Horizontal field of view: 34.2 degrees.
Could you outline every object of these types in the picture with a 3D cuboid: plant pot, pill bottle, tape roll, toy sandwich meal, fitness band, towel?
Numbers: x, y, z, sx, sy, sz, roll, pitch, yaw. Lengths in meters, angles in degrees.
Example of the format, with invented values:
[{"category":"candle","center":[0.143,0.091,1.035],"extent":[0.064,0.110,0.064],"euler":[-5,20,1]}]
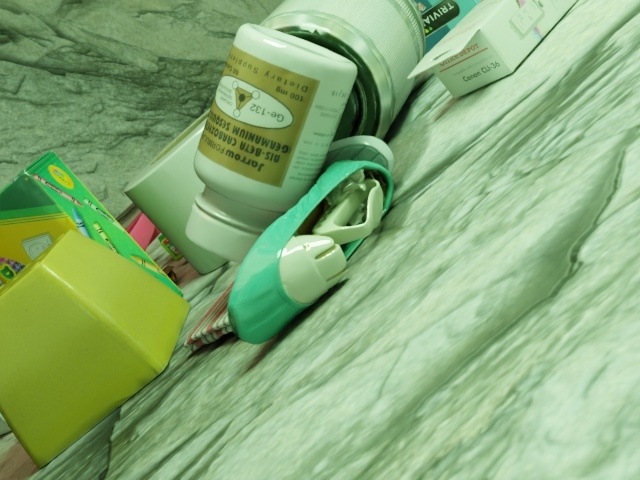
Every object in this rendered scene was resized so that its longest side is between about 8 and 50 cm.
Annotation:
[{"category":"plant pot","center":[-0.316,0.114,1.302],"extent":[0.212,0.187,0.212],"euler":[-39,12,13]},{"category":"pill bottle","center":[-0.059,-0.097,1.085],"extent":[0.131,0.131,0.229],"euler":[-93,23,-74]},{"category":"tape roll","center":[-0.145,-0.092,1.533],"extent":[0.246,0.169,0.246],"euler":[-39,13,11]},{"category":"toy sandwich meal","center":[-0.251,0.072,1.619],"extent":[0.085,0.029,0.085],"euler":[-41,8,7]},{"category":"fitness band","center":[-0.377,0.055,1.890],"extent":[0.291,0.054,0.209],"euler":[-42,14,46]},{"category":"towel","center":[-0.064,0.052,1.135],"extent":[0.197,0.029,0.144],"euler":[-29,18,52]}]

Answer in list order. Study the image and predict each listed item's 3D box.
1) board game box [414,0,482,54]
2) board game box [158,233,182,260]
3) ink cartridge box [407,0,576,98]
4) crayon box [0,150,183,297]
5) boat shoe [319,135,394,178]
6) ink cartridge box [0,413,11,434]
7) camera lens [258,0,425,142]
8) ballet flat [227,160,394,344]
[{"category":"board game box","center":[0.092,-0.446,1.636],"extent":[0.254,0.336,0.079],"euler":[-24,21,52]},{"category":"board game box","center":[-0.202,-0.045,1.827],"extent":[0.181,0.043,0.092],"euler":[-42,12,-4]},{"category":"ink cartridge box","center":[0.203,-0.239,1.226],"extent":[0.198,0.067,0.115],"euler":[-46,13,-27]},{"category":"crayon box","center":[-0.349,0.033,1.459],"extent":[0.165,0.278,0.081],"euler":[-35,13,28]},{"category":"boat shoe","center":[0.003,-0.064,1.191],"extent":[0.226,0.083,0.075],"euler":[-32,17,39]},{"category":"ink cartridge box","center":[-0.497,0.258,1.651],"extent":[0.135,0.056,0.099],"euler":[-26,19,49]},{"category":"camera lens","center":[0.018,-0.238,1.419],"extent":[0.219,0.219,0.274],"euler":[-33,15,34]},{"category":"ballet flat","center":[0.000,0.000,1.004],"extent":[0.087,0.083,0.247],"euler":[-10,33,42]}]
